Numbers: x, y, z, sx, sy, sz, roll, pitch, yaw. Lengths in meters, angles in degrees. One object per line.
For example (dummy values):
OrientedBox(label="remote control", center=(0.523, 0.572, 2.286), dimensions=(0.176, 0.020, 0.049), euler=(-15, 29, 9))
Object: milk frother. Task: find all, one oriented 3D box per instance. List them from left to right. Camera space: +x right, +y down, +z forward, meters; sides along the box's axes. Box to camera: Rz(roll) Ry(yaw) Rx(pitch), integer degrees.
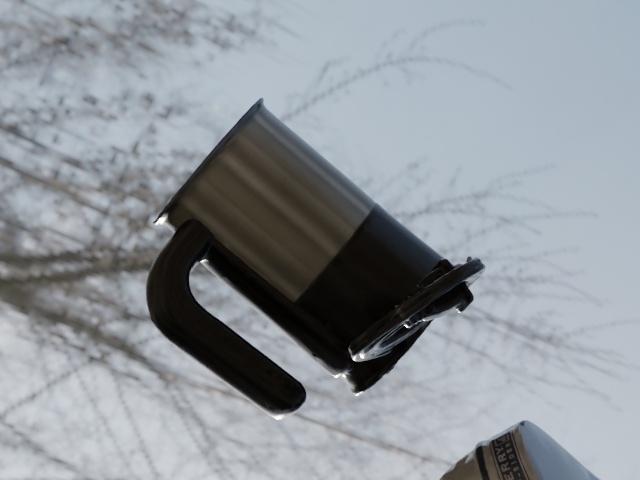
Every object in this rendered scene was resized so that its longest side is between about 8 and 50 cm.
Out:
OrientedBox(label="milk frother", center=(0.000, 0.000, 0.768), dimensions=(0.143, 0.134, 0.129), euler=(-47, -175, 45))

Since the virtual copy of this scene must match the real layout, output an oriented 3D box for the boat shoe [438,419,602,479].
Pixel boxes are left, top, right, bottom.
OrientedBox(label="boat shoe", center=(0.124, 0.173, 0.821), dimensions=(0.084, 0.258, 0.095), euler=(-31, -138, 15))
